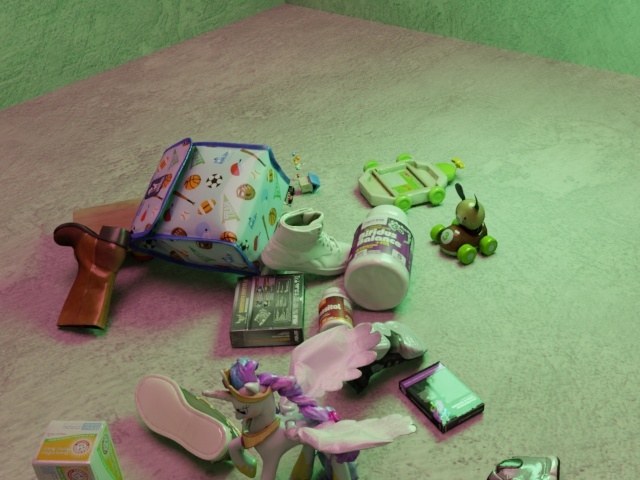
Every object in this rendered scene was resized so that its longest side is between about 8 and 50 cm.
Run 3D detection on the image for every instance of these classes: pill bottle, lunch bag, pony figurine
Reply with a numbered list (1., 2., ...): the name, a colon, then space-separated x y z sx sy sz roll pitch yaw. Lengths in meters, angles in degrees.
1. pill bottle: 0.164 0.034 1.991 0.169 0.169 0.301 2 35 10
2. lunch bag: -0.326 -0.100 2.055 0.385 0.239 0.328 7 63 22
3. pony figurine: -0.024 0.345 1.378 0.351 0.363 0.303 -11 34 -10
4. pill bottle: 0.037 0.188 1.852 0.086 0.086 0.152 -4 33 1

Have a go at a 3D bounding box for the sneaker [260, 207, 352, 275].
1. sneaker: 0.000 0.000 1.996 0.292 0.169 0.108 1 43 -33

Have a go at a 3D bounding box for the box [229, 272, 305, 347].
1. box: -0.132 0.176 1.915 0.183 0.056 0.231 -4 33 2

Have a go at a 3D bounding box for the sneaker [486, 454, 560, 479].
1. sneaker: 0.371 0.485 1.387 0.132 0.086 0.229 4 24 21

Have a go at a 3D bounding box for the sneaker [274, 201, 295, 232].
1. sneaker: -0.177 -0.040 2.207 0.108 0.100 0.271 30 46 33

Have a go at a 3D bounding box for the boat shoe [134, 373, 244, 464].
1. boat shoe: -0.285 0.384 1.597 0.305 0.091 0.109 24 80 38

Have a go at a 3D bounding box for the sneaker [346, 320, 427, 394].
1. sneaker: 0.128 0.269 1.708 0.268 0.153 0.101 10 33 -49

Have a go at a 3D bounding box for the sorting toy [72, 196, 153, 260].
1. sorting toy: -0.598 -0.015 2.226 0.257 0.089 0.255 -12 35 -11

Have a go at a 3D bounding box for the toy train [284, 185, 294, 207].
1. toy train: -0.106 -0.133 2.398 0.036 0.027 0.158 9 34 1

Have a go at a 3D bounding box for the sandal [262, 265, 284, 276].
1. sandal: -0.108 0.020 2.103 0.076 0.102 0.265 18 42 26

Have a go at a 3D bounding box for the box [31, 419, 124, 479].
1. box: -0.455 0.449 1.418 0.114 0.203 0.103 -2 34 4

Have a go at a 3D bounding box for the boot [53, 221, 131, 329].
1. boot: -0.646 0.100 1.998 0.264 0.096 0.280 6 73 20

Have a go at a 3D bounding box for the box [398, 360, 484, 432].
1. box: 0.266 0.344 1.645 0.116 0.029 0.162 -21 36 -22

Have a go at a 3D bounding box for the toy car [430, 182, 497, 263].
1. toy car: 0.404 -0.060 2.082 0.149 0.188 0.155 -20 37 -22

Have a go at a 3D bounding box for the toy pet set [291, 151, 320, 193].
1. toy pet set: -0.044 -0.220 2.441 0.065 0.122 0.114 -15 54 -2

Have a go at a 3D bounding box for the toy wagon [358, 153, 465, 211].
1. toy wagon: 0.303 -0.193 2.401 0.344 0.068 0.267 -13 35 -14
